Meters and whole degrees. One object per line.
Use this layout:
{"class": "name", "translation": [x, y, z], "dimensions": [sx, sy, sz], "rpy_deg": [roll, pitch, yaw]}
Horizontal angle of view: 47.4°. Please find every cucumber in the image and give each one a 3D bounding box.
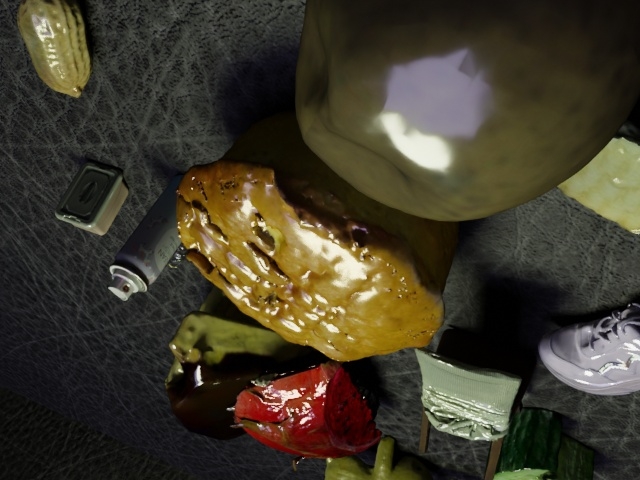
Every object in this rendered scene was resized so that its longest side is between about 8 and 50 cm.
{"class": "cucumber", "translation": [0.401, 0.409, 1.351], "dimensions": [0.191, 0.130, 0.191], "rpy_deg": [18, 151, 11]}

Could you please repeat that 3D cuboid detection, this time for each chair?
{"class": "chair", "translation": [0.241, 0.219, 1.142], "dimensions": [0.160, 0.186, 0.319], "rpy_deg": [17, 140, 22]}

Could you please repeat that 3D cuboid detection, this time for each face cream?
{"class": "face cream", "translation": [-0.267, -0.003, 1.187], "dimensions": [0.075, 0.229, 0.075], "rpy_deg": [21, 149, 13]}

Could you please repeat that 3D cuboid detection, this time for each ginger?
{"class": "ginger", "translation": [-0.148, 0.232, 1.502], "dimensions": [0.359, 0.211, 0.413], "rpy_deg": [-13, 148, -9]}

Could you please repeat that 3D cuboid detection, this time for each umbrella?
{"class": "umbrella", "translation": [-0.272, 0.018, 1.411], "dimensions": [0.040, 0.037, 0.144], "rpy_deg": [35, 147, -7]}

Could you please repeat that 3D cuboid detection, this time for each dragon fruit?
{"class": "dragon fruit", "translation": [-0.034, 0.366, 1.432], "dimensions": [0.282, 0.100, 0.343], "rpy_deg": [-12, 138, 15]}

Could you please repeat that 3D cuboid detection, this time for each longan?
{"class": "longan", "translation": [0.117, -0.155, 0.623], "dimensions": [0.288, 0.288, 0.350], "rpy_deg": [35, 160, -10]}

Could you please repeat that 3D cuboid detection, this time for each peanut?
{"class": "peanut", "translation": [-0.367, -0.275, 1.012], "dimensions": [0.094, 0.083, 0.194], "rpy_deg": [27, 150, 5]}

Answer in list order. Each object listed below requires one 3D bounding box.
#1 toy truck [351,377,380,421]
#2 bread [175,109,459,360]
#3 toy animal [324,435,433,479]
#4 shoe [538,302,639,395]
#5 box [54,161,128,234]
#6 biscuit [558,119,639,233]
{"class": "toy truck", "translation": [0.029, 0.372, 1.640], "dimensions": [0.121, 0.088, 0.259], "rpy_deg": [42, 149, -18]}
{"class": "bread", "translation": [0.000, 0.000, 0.991], "dimensions": [0.398, 0.215, 0.398], "rpy_deg": [22, 148, 15]}
{"class": "toy animal", "translation": [0.186, 0.587, 1.770], "dimensions": [0.363, 0.180, 0.181], "rpy_deg": [-4, 148, 11]}
{"class": "shoe", "translation": [0.408, 0.137, 0.978], "dimensions": [0.245, 0.095, 0.137], "rpy_deg": [0, 135, 35]}
{"class": "box", "translation": [-0.407, -0.072, 1.316], "dimensions": [0.089, 0.122, 0.062], "rpy_deg": [17, 159, 19]}
{"class": "biscuit", "translation": [0.328, -0.059, 0.750], "dimensions": [0.274, 0.036, 0.187], "rpy_deg": [27, 164, 33]}
